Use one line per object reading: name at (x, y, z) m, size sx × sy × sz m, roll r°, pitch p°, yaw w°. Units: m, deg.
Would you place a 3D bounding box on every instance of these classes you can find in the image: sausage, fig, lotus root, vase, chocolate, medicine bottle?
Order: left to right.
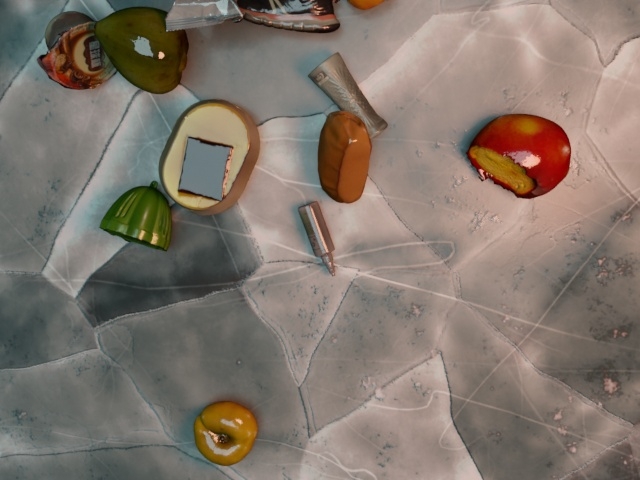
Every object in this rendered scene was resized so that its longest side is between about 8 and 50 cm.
chocolate at (-0.619, -0.491, 1.663) m, size 0.147 × 0.221 × 0.221 m, roll 43°, pitch 102°, yaw 23°
fig at (-0.435, -0.470, 1.613) m, size 0.225 × 0.203 × 0.203 m, roll 15°, pitch 100°, yaw -13°
lotus root at (-0.456, -0.077, 1.715) m, size 0.186 × 0.186 × 0.186 m, roll 1°, pitch 99°, yaw 7°
medicine bottle at (0.000, 0.000, 1.710) m, size 0.057 × 0.057 × 0.199 m, roll -19°, pitch 97°, yaw 9°
sausage at (0.056, -0.196, 1.612) m, size 0.120 × 0.136 × 0.241 m, roll -13°, pitch 130°, yaw -21°
vase at (0.073, -0.346, 1.634) m, size 0.096 × 0.096 × 0.219 m, roll -37°, pitch 95°, yaw 11°

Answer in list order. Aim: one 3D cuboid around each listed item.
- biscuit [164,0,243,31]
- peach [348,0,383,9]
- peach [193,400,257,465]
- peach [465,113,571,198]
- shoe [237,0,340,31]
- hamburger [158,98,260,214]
biscuit at (-0.255, -0.626, 1.578) m, size 0.186 × 0.079 × 0.309 m, roll 0°, pitch 62°, yaw 11°
peach at (0.116, -0.621, 1.567) m, size 0.138 × 0.138 × 0.138 m, roll 1°, pitch 99°, yaw 7°
peach at (-0.259, 0.517, 1.796) m, size 0.179 × 0.103 × 0.179 m, roll 1°, pitch 97°, yaw 10°
peach at (0.461, -0.195, 1.557) m, size 0.226 × 0.190 × 0.196 m, roll -6°, pitch 109°, yaw 2°
shoe at (-0.091, -0.582, 1.603) m, size 0.291 × 0.114 × 0.137 m, roll 8°, pitch 105°, yaw 3°
hamburger at (-0.279, -0.209, 1.670) m, size 0.227 × 0.151 × 0.295 m, roll 27°, pitch 93°, yaw -3°
